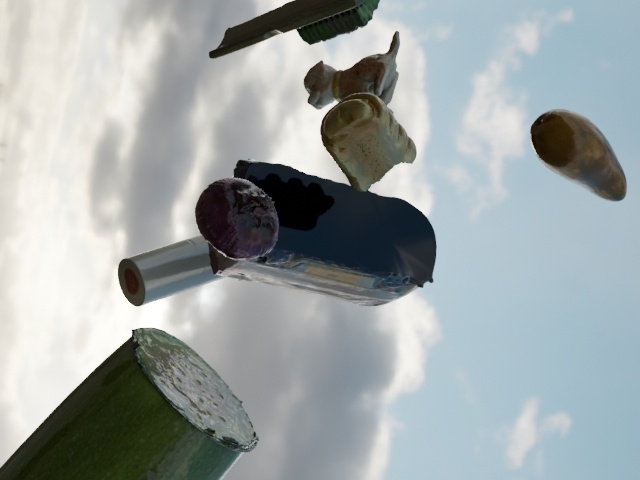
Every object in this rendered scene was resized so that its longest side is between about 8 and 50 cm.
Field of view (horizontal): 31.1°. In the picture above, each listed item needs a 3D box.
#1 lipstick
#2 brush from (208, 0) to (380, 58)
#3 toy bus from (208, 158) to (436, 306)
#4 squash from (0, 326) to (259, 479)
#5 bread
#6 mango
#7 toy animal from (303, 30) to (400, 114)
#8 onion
[{"bbox_3d":[-0.196,0.030,2.029,0.087,0.327,0.087,24,-58,44],"label":"lipstick"},{"bbox_3d":[-0.033,-0.251,1.346,0.282,0.048,0.054,-7,-136,50],"label":"brush"},{"bbox_3d":[0.000,0.000,1.915,0.162,0.386,0.171,-34,-130,50],"label":"toy bus"},{"bbox_3d":[-0.309,0.344,1.713,0.384,0.263,0.263,-47,-154,5],"label":"squash"},{"bbox_3d":[0.072,-0.154,1.766,0.119,0.177,0.084,-25,-134,13],"label":"bread"},{"bbox_3d":[0.359,-0.118,1.576,0.085,0.184,0.102,-51,-144,15],"label":"mango"},{"bbox_3d":[0.062,-0.339,2.296,0.185,0.104,0.184,15,-86,29],"label":"toy animal"},{"bbox_3d":[-0.101,-0.030,1.461,0.104,0.115,0.115,-28,-129,37],"label":"onion"}]
